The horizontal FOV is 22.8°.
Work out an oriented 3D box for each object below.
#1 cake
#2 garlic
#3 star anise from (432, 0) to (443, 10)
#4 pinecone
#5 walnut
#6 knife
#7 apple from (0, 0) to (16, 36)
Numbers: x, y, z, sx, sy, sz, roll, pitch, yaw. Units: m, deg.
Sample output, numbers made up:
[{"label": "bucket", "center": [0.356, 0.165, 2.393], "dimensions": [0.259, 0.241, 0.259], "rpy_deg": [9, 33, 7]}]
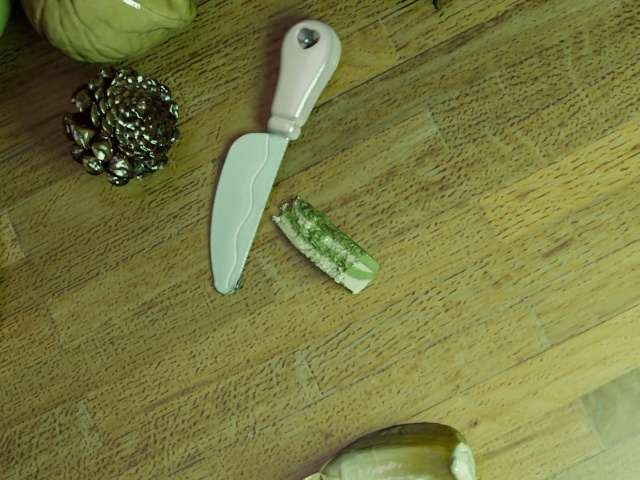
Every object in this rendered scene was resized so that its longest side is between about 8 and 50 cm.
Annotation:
[{"label": "cake", "center": [0.000, 0.000, 1.781], "dimensions": [0.140, 0.055, 0.051], "rpy_deg": [40, 92, 20]}, {"label": "garlic", "center": [0.064, 0.243, 1.661], "dimensions": [0.198, 0.128, 0.090], "rpy_deg": [-6, 90, 7]}, {"label": "star anise", "center": [0.096, -0.356, 1.817], "dimensions": [0.234, 0.073, 0.177], "rpy_deg": [3, 89, -7]}, {"label": "pinecone", "center": [-0.233, -0.127, 1.823], "dimensions": [0.121, 0.140, 0.140], "rpy_deg": [-18, 65, 53]}, {"label": "walnut", "center": [-0.241, -0.312, 1.822], "dimensions": [0.228, 0.228, 0.228], "rpy_deg": [-3, 75, 11]}, {"label": "knife", "center": [-0.068, -0.102, 1.829], "dimensions": [0.081, 0.043, 0.336], "rpy_deg": [21, 82, 22]}, {"label": "apple", "center": [-0.532, -0.315, 1.829], "dimensions": [0.357, 0.357, 0.357], "rpy_deg": [-3, 75, 11]}]
